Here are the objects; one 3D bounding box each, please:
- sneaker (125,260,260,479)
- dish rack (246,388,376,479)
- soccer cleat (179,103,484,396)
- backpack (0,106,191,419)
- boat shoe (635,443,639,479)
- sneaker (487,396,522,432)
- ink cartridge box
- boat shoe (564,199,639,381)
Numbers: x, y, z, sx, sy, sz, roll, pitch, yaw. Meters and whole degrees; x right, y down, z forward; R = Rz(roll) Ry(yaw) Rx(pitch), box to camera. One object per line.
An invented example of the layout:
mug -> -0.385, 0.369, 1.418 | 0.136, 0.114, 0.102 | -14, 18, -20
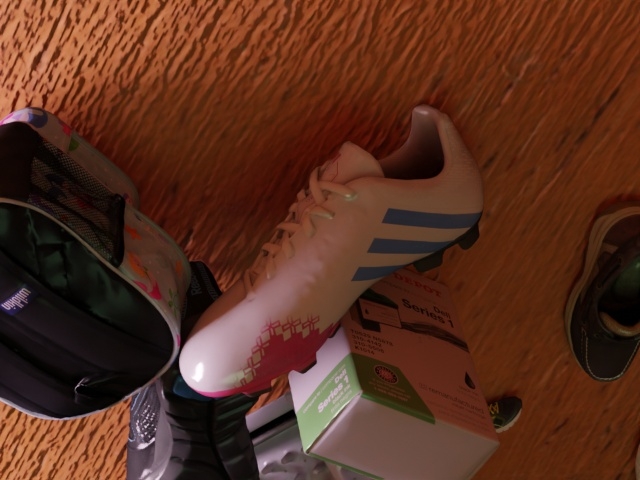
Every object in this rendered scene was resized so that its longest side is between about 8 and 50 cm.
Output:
sneaker -> -0.124, 0.170, 1.766 | 0.125, 0.140, 0.341 | -3, 134, -21
dish rack -> -0.019, 0.307, 1.871 | 0.333, 0.072, 0.285 | -30, 89, 16
soccer cleat -> 0.000, 0.000, 1.583 | 0.331, 0.116, 0.143 | -35, 126, -24
backpack -> -0.240, 0.029, 1.571 | 0.225, 0.191, 0.253 | -33, 120, 30
boat shoe -> 0.419, 0.276, 2.000 | 0.099, 0.116, 0.319 | -40, 135, -33
sneaker -> 0.168, 0.182, 1.891 | 0.083, 0.031, 0.035 | -31, 129, 18
ink cartridge box -> 0.055, 0.114, 1.685 | 0.160, 0.219, 0.092 | 22, 122, -28
boat shoe -> 0.286, 0.064, 1.774 | 0.080, 0.073, 0.223 | -2, 132, -7
